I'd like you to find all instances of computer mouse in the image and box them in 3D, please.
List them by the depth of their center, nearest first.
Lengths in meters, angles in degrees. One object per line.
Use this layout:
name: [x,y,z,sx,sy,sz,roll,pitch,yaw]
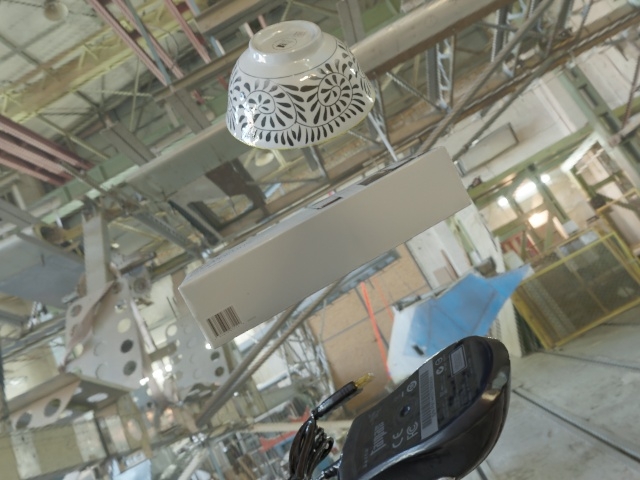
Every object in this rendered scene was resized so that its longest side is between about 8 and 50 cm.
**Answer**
computer mouse: [0.063,0.166,0.438,0.262,0.060,0.184,-45,8,17]

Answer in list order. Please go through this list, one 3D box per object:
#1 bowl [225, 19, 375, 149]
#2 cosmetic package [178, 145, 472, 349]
bowl: [-0.030,-0.179,0.531,0.170,0.170,0.080,-26,-42,-12]
cosmetic package: [0.000,0.000,0.435,0.239,0.060,0.099,-29,5,-10]
